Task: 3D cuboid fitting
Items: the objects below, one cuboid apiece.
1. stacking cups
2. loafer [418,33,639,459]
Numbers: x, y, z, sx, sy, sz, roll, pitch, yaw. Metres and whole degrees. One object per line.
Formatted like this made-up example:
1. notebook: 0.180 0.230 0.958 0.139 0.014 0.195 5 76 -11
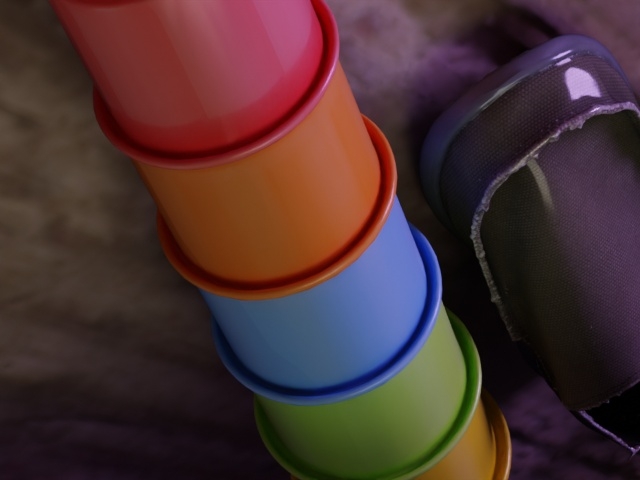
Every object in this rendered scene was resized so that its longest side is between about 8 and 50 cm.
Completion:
1. stacking cups: 0.000 0.000 0.492 0.096 0.096 0.316 -29 141 -7
2. loafer: 0.115 0.012 0.589 0.094 0.087 0.251 -35 144 2
